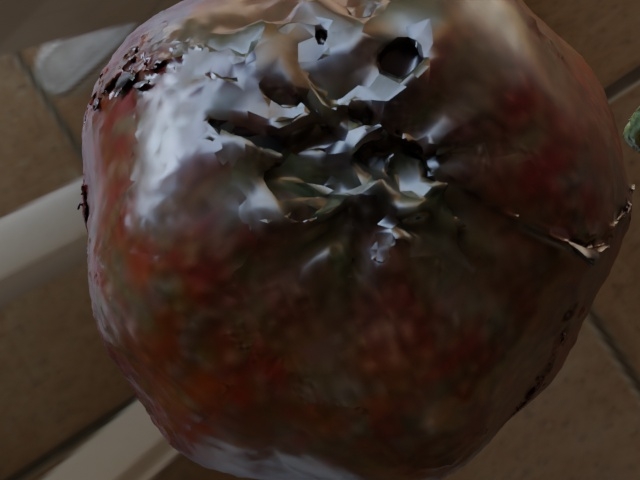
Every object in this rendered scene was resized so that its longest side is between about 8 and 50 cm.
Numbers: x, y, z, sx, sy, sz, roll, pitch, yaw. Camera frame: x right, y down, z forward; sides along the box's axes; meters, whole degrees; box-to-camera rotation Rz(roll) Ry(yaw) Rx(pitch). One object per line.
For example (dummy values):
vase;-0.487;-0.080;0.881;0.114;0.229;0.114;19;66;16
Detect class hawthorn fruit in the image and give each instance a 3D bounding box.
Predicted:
hawthorn fruit;0.000;0.000;0.542;0.181;0.181;0.235;50;163;6

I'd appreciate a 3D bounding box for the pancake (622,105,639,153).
pancake;0.206;-0.080;0.875;0.017;0.108;0.108;51;124;21
